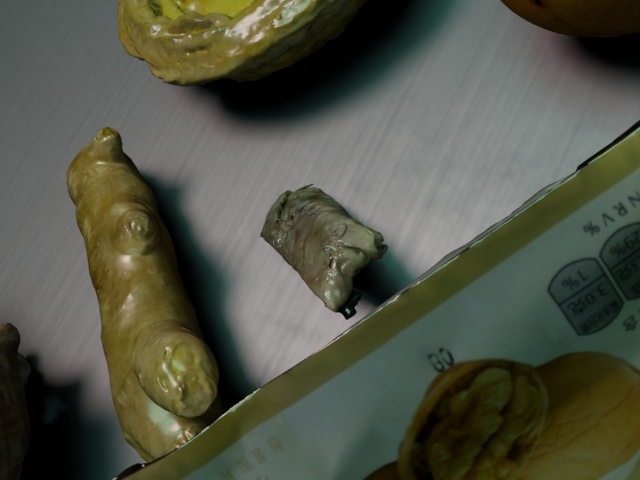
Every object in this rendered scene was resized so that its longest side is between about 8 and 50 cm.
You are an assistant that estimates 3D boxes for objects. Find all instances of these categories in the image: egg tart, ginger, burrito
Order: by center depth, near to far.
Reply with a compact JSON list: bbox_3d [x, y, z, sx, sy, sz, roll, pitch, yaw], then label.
[{"bbox_3d":[-0.002,-0.001,0.501,0.051,0.042,0.171,-52,16,3],"label":"burrito"},{"bbox_3d":[-0.129,0.026,0.567,0.299,0.065,0.118,59,144,41],"label":"ginger"},{"bbox_3d":[-0.039,-0.225,0.648,0.278,0.095,0.279,-16,53,23],"label":"egg tart"}]

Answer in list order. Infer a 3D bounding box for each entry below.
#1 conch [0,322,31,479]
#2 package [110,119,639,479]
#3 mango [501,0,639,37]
[{"bbox_3d":[-0.278,0.128,0.507,0.210,0.297,0.352,-32,78,-13],"label":"conch"},{"bbox_3d":[0.087,0.083,0.393,0.311,0.221,0.165,-36,13,12],"label":"package"},{"bbox_3d":[0.204,-0.186,0.448,0.235,0.166,0.136,-9,103,4],"label":"mango"}]
